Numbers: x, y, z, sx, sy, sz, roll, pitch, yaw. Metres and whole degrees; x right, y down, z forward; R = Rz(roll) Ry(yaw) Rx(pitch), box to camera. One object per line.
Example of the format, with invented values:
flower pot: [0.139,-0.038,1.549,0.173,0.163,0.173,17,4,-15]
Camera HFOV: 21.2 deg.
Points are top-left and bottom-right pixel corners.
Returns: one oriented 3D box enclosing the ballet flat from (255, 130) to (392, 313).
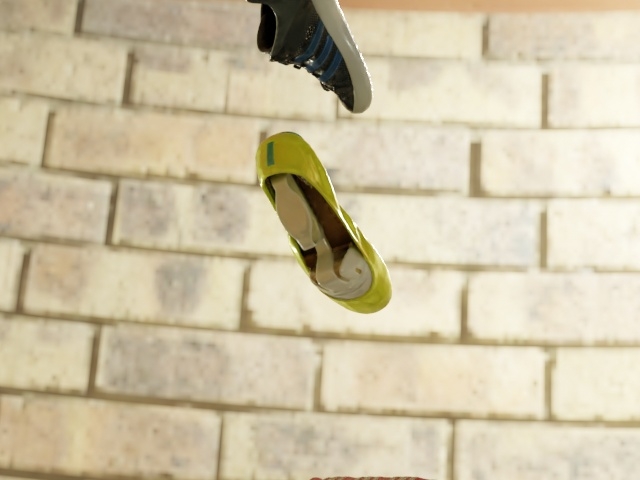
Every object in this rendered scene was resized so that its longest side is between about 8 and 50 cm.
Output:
ballet flat: [0.000,0.000,1.663,0.077,0.077,0.231,-21,-61,16]

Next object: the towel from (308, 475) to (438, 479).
towel: [0.008,0.262,1.552,0.197,0.144,0.029,-10,-69,53]

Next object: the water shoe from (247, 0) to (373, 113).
water shoe: [-0.017,-0.182,1.505,0.080,0.073,0.203,-26,-45,1]
